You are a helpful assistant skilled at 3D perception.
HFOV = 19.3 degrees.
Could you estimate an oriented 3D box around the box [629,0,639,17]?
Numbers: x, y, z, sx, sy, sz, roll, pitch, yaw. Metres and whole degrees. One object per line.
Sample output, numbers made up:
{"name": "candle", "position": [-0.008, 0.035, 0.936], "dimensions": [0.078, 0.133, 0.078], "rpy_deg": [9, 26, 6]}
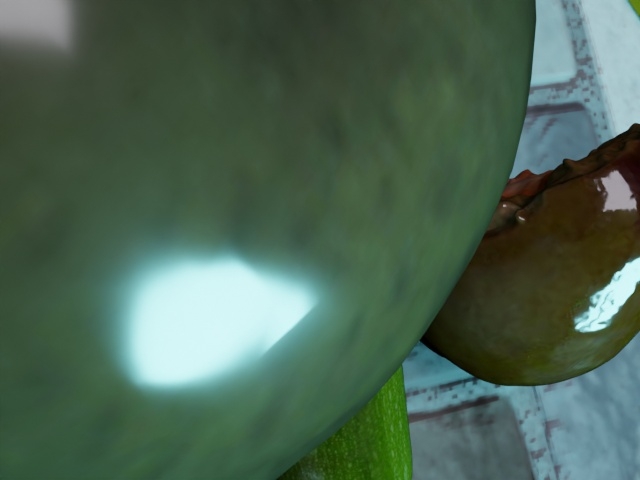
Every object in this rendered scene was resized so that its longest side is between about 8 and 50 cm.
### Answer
{"name": "box", "position": [0.236, -0.143, 1.048], "dimensions": [0.155, 0.023, 0.087], "rpy_deg": [-42, 105, -35]}

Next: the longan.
{"name": "longan", "position": [-0.101, -0.067, 0.599], "dimensions": [0.361, 0.361, 0.360], "rpy_deg": [10, 71, -33]}

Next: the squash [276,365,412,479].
{"name": "squash", "position": [-0.002, 0.001, 0.807], "dimensions": [0.080, 0.071, 0.318], "rpy_deg": [-3, 79, -37]}

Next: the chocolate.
{"name": "chocolate", "position": [0.101, -0.001, 0.845], "dimensions": [0.127, 0.133, 0.124], "rpy_deg": [43, 60, -15]}
